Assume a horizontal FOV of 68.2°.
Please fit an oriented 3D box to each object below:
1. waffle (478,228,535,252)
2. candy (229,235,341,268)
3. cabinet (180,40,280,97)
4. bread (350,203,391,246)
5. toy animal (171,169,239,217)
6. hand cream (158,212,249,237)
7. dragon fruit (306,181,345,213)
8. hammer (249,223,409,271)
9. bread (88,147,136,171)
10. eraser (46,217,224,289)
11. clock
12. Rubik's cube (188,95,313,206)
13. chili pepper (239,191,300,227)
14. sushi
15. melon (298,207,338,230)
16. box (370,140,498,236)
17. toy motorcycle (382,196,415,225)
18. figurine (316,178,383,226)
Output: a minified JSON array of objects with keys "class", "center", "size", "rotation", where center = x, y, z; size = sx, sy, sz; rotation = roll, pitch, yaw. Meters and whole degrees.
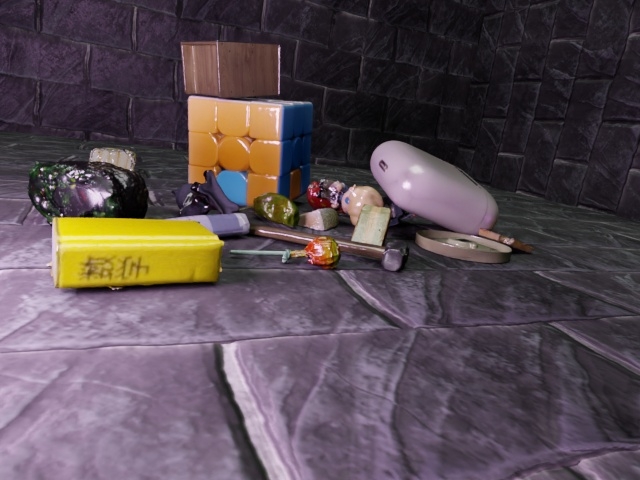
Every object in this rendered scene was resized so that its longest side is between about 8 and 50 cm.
[{"class":"waffle","center":[0.490,0.001,1.247],"size":[0.134,0.021,0.092],"rotation":[16,8,-33]},{"class":"candy","center":[-0.062,0.021,0.848],"size":[0.200,0.061,0.060],"rotation":[-1,14,-6]},{"class":"cabinet","center":[-0.247,-0.477,1.330],"size":[0.174,0.148,0.215],"rotation":[20,28,39]},{"class":"bread","center":[0.113,-0.028,1.068],"size":[0.073,0.084,0.139],"rotation":[12,14,12]},{"class":"toy animal","center":[-0.290,-0.072,1.082],"size":[0.210,0.121,0.117],"rotation":[-2,46,50]},{"class":"hand cream","center":[-0.254,-0.022,0.909],"size":[0.255,0.048,0.079],"rotation":[-9,16,-42]},{"class":"dragon fruit","center":[0.040,-0.109,1.415],"size":[0.190,0.094,0.094],"rotation":[27,9,-14]},{"class":"hammer","center":[0.000,0.000,0.979],"size":[0.364,0.044,0.111],"rotation":[10,13,16]},{"class":"bread","center":[-0.649,-0.244,1.530],"size":[0.156,0.103,0.110],"rotation":[15,2,6]},{"class":"eraser","center":[-0.267,0.015,0.684],"size":[0.225,0.069,0.158],"rotation":[0,17,-30]},{"class":"clock","center":[0.351,0.009,1.171],"size":[0.234,0.029,0.235],"rotation":[8,13,-2]},{"class":"Rubik's cube","center":[-0.201,-0.275,1.425],"size":[0.290,0.292,0.290],"rotation":[9,19,14]},{"class":"chili pepper","center":[-0.123,-0.086,1.194],"size":[0.073,0.072,0.203],"rotation":[-7,20,-43]},{"class":"sushi","center":[-0.444,-0.087,0.892],"size":[0.224,0.124,0.127],"rotation":[14,14,21]},{"class":"melon","center":[0.005,-0.059,1.251],"size":[0.097,0.054,0.182],"rotation":[-2,6,31]},{"class":"box","center":[0.315,-0.147,1.323],"size":[0.348,0.141,0.289],"rotation":[19,24,-25]},{"class":"toy motorcycle","center":[0.209,-0.098,1.416],"size":[0.150,0.102,0.221],"rotation":[-12,8,8]},{"class":"figurine","center":[0.076,-0.112,1.285],"size":[0.195,0.114,0.108],"rotation":[26,29,23]}]
